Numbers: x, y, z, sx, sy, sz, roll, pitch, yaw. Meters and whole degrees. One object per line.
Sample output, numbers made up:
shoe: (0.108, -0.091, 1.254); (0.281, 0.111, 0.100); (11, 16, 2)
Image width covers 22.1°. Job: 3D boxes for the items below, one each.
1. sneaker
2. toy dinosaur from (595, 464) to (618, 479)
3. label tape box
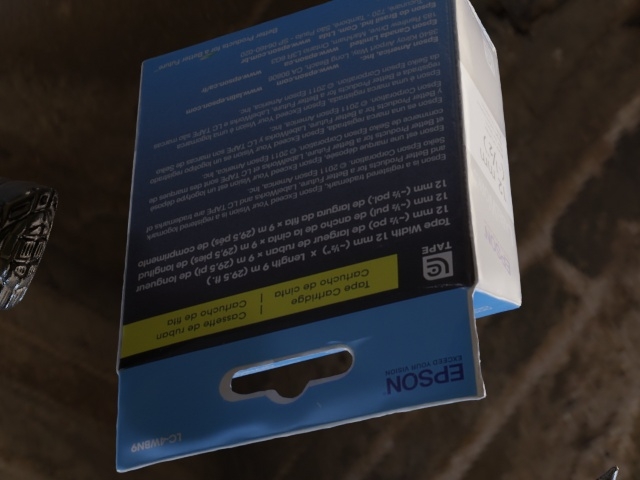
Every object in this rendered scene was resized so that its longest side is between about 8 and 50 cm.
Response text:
sneaker: (-0.264, -0.013, 1.003); (0.130, 0.286, 0.109); (21, 88, 9)
toy dinosaur: (0.051, 0.213, 0.547); (0.160, 0.121, 0.314); (39, 74, -36)
label tape box: (0.000, 0.000, 1.117); (0.249, 0.348, 0.115); (-15, 143, 19)
